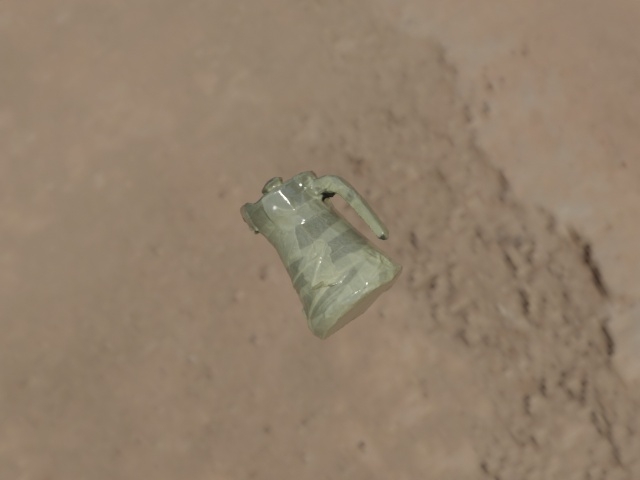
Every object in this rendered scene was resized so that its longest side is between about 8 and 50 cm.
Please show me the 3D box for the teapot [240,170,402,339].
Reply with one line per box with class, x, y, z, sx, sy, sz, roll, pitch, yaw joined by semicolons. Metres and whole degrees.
teapot;0.000;0.000;0.991;0.083;0.057;0.067;50;118;12
